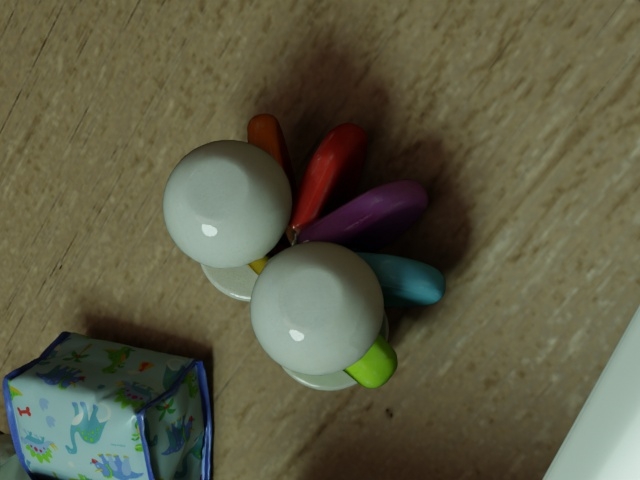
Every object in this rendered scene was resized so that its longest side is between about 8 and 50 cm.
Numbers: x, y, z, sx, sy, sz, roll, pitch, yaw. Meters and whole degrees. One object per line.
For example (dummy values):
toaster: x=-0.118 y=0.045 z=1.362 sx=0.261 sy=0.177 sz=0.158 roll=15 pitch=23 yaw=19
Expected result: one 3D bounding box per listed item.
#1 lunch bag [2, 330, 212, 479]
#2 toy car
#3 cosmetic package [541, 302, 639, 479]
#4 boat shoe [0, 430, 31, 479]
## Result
lunch bag: x=-0.150 y=0.157 z=0.903 sx=0.129 sy=0.096 sz=0.151 roll=11 pitch=122 yaw=27
toy car: x=0.000 y=0.000 z=0.752 sx=0.136 sy=0.159 sz=0.182 roll=-40 pitch=76 yaw=-5
cosmetic package: x=0.250 y=0.068 z=0.587 sx=0.197 sy=0.155 sz=0.365 roll=34 pitch=118 yaw=22
boat shoe: x=-0.240 y=0.285 z=0.982 sx=0.103 sy=0.113 sz=0.302 roll=19 pitch=122 yaw=26
